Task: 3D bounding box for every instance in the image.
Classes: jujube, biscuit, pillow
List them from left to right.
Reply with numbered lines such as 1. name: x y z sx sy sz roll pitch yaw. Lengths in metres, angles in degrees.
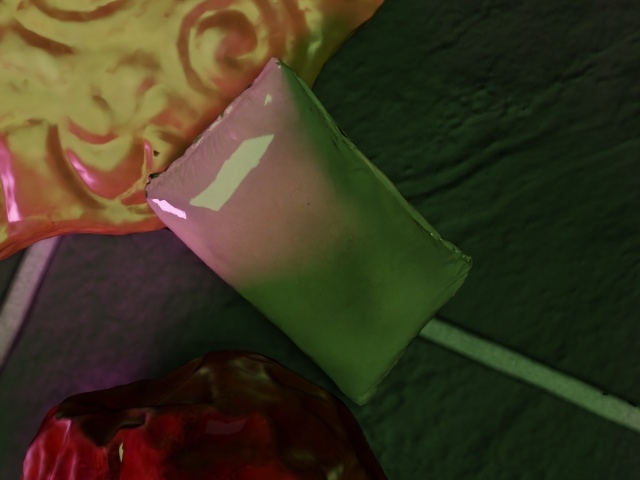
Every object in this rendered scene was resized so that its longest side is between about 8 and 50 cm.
1. biscuit: -0.162 -0.181 0.728 0.385 0.062 0.365 -39 98 -8
2. jujube: -0.038 0.230 0.688 0.216 0.216 0.342 -15 99 -11
3. pillow: 0.000 0.000 0.747 0.208 0.053 0.119 44 79 -25
